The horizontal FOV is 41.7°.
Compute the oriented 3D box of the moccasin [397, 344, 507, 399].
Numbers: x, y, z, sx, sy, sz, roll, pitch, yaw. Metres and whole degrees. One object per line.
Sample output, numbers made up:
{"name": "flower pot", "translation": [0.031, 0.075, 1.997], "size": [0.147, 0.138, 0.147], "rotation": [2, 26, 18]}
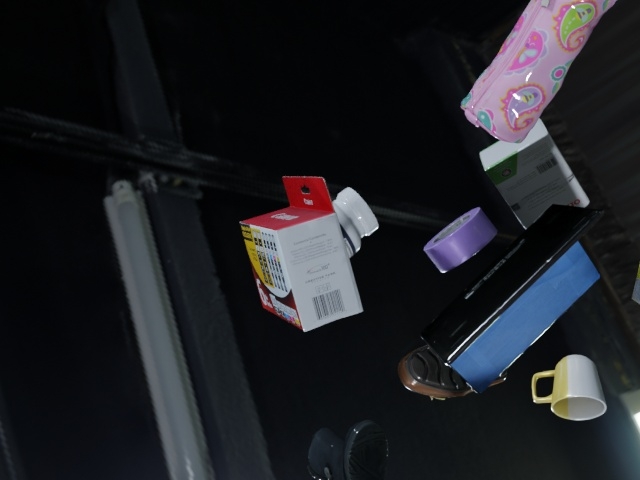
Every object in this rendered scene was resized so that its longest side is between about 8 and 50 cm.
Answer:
{"name": "moccasin", "translation": [0.305, 0.319, 2.055], "size": [0.380, 0.147, 0.139], "rotation": [-1, -113, -52]}

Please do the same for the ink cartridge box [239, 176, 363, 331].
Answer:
{"name": "ink cartridge box", "translation": [-0.056, 0.015, 1.705], "size": [0.130, 0.309, 0.271], "rotation": [-18, -81, -17]}

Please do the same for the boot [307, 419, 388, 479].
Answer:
{"name": "boot", "translation": [0.045, 0.435, 1.710], "size": [0.094, 0.207, 0.246], "rotation": [-20, -63, -27]}

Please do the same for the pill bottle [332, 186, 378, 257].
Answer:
{"name": "pill bottle", "translation": [0.000, 0.000, 1.999], "size": [0.153, 0.265, 0.153], "rotation": [50, 170, 12]}

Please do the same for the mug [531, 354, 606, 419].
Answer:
{"name": "mug", "translation": [0.300, 0.171, 1.008], "size": [0.078, 0.062, 0.064], "rotation": [14, -127, -7]}

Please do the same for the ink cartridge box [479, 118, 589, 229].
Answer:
{"name": "ink cartridge box", "translation": [0.492, -0.143, 1.932], "size": [0.219, 0.160, 0.092], "rotation": [50, -161, -27]}

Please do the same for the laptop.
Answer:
{"name": "laptop", "translation": [0.417, 0.142, 1.655], "size": [0.236, 0.382, 0.408], "rotation": [45, -179, -5]}

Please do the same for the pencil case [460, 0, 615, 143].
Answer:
{"name": "pencil case", "translation": [0.325, -0.286, 1.256], "size": [0.124, 0.284, 0.124], "rotation": [25, -155, -12]}

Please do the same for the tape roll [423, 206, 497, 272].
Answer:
{"name": "tape roll", "translation": [0.375, -0.002, 2.256], "size": [0.080, 0.189, 0.189], "rotation": [52, -146, -2]}

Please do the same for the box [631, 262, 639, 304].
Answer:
{"name": "box", "translation": [0.605, 0.030, 1.502], "size": [0.105, 0.043, 0.179], "rotation": [-43, -39, -81]}
